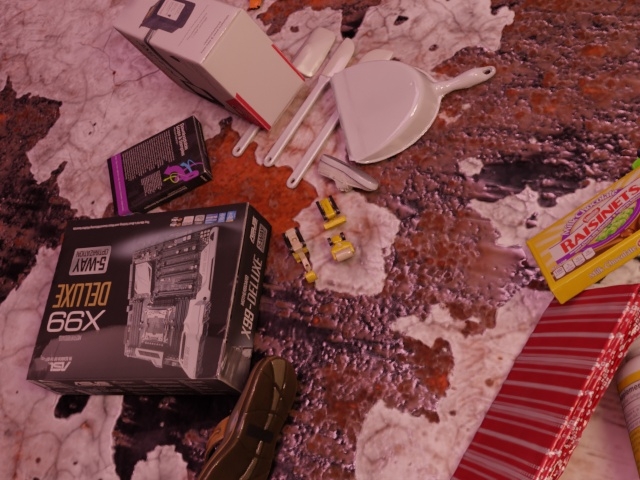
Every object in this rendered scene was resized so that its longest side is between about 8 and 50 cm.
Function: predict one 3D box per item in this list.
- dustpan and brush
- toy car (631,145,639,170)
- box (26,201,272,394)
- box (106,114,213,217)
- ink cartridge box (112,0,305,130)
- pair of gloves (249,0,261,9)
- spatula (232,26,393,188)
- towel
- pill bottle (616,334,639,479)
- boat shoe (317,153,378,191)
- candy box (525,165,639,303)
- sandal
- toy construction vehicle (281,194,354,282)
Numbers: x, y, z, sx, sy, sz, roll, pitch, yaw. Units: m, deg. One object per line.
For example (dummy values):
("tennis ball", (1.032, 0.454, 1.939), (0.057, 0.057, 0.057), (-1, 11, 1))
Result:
("dustpan and brush", (0.129, -0.196, 1.146), (0.211, 0.060, 0.147), (-22, 67, 22))
("toy car", (0.439, -0.139, 0.953), (0.225, 0.053, 0.239), (-46, 53, -2))
("box", (-0.230, 0.084, 1.154), (0.307, 0.076, 0.242), (-4, 63, 25))
("box", (-0.246, -0.108, 1.296), (0.162, 0.029, 0.116), (-25, 56, 14))
("ink cartridge box", (-0.164, -0.275, 1.245), (0.237, 0.172, 0.100), (31, 83, 41))
("pair of gloves", (-0.081, -0.410, 1.388), (0.083, 0.010, 0.074), (-12, 58, 18))
("spatula", (-0.019, -0.198, 1.240), (0.168, 0.019, 0.242), (30, 84, 34))
("towel", (0.215, 0.167, 0.838), (0.031, 0.199, 0.275), (33, 79, -5))
("pill bottle", (0.346, 0.166, 0.794), (0.119, 0.119, 0.209), (-15, 58, 19))
("boat shoe", (0.034, -0.082, 1.142), (0.100, 0.035, 0.035), (30, 107, 31))
("candy box", (0.318, -0.024, 0.890), (0.206, 0.027, 0.105), (-36, 23, 16))
("sandal", (-0.099, 0.236, 1.005), (0.060, 0.090, 0.219), (4, 66, 46))
("toy construction vehicle", (0.000, 0.000, 1.115), (0.086, 0.035, 0.098), (-27, 57, -2))
